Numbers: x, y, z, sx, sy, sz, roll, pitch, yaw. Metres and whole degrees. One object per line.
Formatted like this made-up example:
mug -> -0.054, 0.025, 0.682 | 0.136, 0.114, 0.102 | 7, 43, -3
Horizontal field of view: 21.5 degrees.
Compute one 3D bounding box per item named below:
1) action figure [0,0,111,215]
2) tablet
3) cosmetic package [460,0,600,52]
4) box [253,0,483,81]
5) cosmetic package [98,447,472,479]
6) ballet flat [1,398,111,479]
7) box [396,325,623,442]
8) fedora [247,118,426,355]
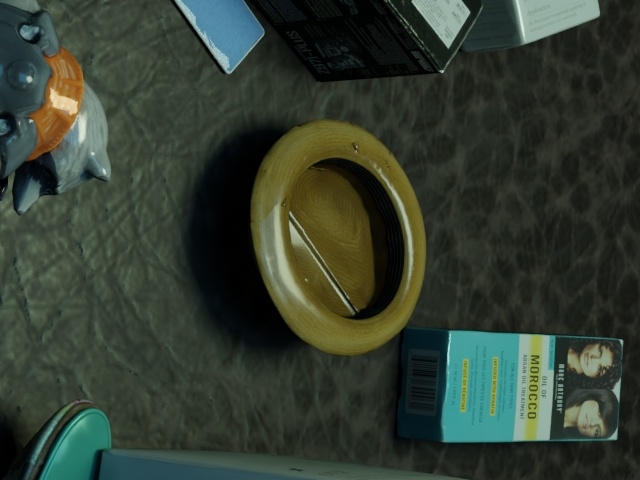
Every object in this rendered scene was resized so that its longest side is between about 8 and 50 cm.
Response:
action figure -> -0.283, -0.070, 1.056 | 0.330, 0.178, 0.341 | 12, 80, -32
tablet -> -0.081, -0.180, 1.344 | 0.054, 0.006, 0.083 | -52, 122, -28
cosmetic package -> 0.166, -0.295, 1.516 | 0.117, 0.085, 0.231 | -23, 104, -40
box -> 0.016, -0.215, 1.336 | 0.180, 0.147, 0.077 | 47, 61, -31
cosmetic package -> -0.015, 0.229, 1.226 | 0.224, 0.225, 0.138 | 16, 77, -63
ballet flat -> -0.203, 0.220, 1.193 | 0.077, 0.079, 0.221 | 11, 84, -47
box -> 0.178, 0.134, 1.549 | 0.244, 0.060, 0.100 | 5, 88, -42
fedora -> 0.000, 0.000, 1.373 | 0.194, 0.079, 0.194 | 5, 83, -39
